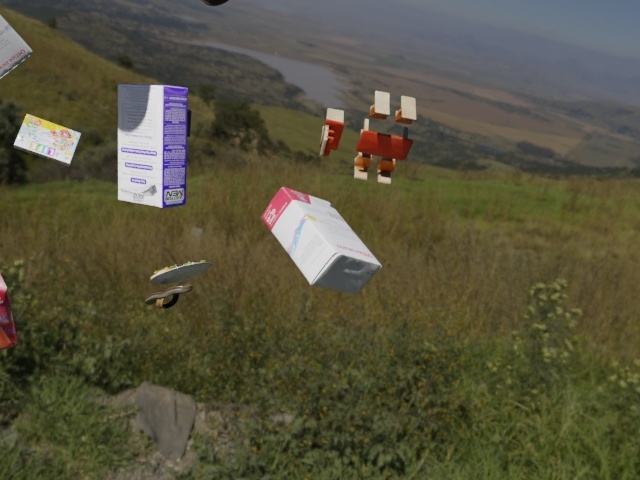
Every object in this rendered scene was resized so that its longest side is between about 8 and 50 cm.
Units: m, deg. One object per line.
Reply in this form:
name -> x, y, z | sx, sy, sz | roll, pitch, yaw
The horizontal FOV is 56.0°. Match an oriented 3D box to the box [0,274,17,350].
box -> -0.616, 0.081, 1.018 | 0.128, 0.123, 0.257 | -14, 35, -33

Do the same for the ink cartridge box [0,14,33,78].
ink cartridge box -> -1.029, -0.628, 1.857 | 0.093, 0.154, 0.212 | 42, -10, 43

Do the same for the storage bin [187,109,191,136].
storage bin -> -0.500, -0.379, 1.883 | 0.180, 0.085, 0.122 | 20, 21, 38

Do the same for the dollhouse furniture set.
dollhouse furniture set -> 0.132, -0.283, 1.727 | 0.259, 0.262, 0.135 | 10, 50, -7

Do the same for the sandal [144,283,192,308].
sandal -> -0.482, 0.184, 1.913 | 0.219, 0.060, 0.090 | -17, -3, 35

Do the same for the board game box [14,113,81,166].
board game box -> -0.790, -0.290, 1.747 | 0.154, 0.104, 0.026 | 19, -20, -21

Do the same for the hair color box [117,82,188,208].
hair color box -> -0.484, -0.274, 1.735 | 0.185, 0.339, 0.110 | 11, 12, 30

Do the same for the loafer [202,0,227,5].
loafer -> -0.215, -0.659, 1.449 | 0.080, 0.220, 0.078 | 39, -13, 0

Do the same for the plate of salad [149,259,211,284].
plate of salad -> -0.444, 0.095, 1.908 | 0.199, 0.199, 0.048 | -8, 74, -46

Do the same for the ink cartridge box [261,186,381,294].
ink cartridge box -> 0.000, 0.000, 1.759 | 0.226, 0.131, 0.306 | 17, 29, -48
